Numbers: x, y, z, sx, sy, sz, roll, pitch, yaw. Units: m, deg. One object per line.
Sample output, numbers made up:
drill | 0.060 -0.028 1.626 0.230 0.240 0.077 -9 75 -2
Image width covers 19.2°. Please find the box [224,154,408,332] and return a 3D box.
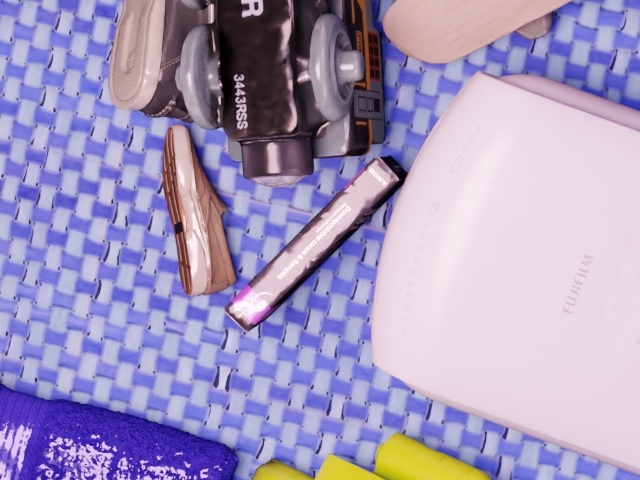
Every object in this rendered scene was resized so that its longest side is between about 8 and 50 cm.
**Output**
box | 0.000 0.000 1.436 0.029 0.116 0.162 44 98 3

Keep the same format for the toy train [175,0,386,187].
toy train | -0.027 -0.206 1.395 0.142 0.190 0.334 -4 90 18

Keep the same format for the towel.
towel | -0.236 0.233 1.489 0.308 0.076 0.228 14 95 3

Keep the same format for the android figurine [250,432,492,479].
android figurine | 0.043 0.269 1.414 0.273 0.056 0.248 20 75 30

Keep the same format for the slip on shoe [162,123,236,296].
slip on shoe | -0.095 -0.025 1.486 0.041 0.051 0.135 -9 88 -19

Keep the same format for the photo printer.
photo printer | 0.200 0.027 1.395 0.307 0.107 0.256 21 99 0

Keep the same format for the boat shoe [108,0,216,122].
boat shoe | -0.104 -0.208 1.475 0.079 0.084 0.233 12 86 -30

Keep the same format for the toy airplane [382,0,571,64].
toy airplane | 0.245 -0.284 1.343 0.386 0.272 0.384 3 131 0
